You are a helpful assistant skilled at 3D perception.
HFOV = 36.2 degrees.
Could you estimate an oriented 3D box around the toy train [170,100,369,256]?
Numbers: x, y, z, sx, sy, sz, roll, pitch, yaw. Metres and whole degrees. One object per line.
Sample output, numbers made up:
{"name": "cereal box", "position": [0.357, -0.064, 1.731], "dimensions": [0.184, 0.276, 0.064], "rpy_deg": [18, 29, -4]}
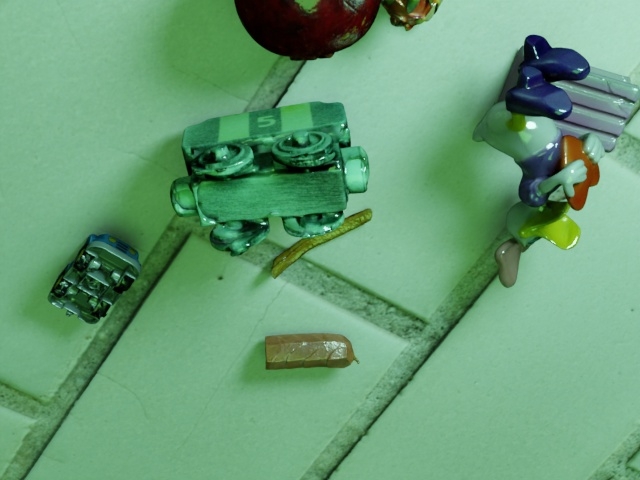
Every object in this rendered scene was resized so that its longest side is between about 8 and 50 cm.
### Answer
{"name": "toy train", "position": [-0.077, -0.102, 1.494], "dimensions": [0.299, 0.238, 0.167], "rpy_deg": [-8, 118, 1]}

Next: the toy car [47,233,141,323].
{"name": "toy car", "position": [-0.372, 0.053, 1.634], "dimensions": [0.097, 0.100, 0.191], "rpy_deg": [32, 130, -20]}

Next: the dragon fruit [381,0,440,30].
{"name": "dragon fruit", "position": [0.127, -0.361, 1.402], "dimensions": [0.086, 0.081, 0.116], "rpy_deg": [16, 139, 29]}

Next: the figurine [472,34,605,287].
{"name": "figurine", "position": [0.330, -0.109, 1.518], "dimensions": [0.193, 0.154, 0.421], "rpy_deg": [10, 136, 31]}

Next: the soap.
{"name": "soap", "position": [0.395, -0.225, 1.569], "dimensions": [0.203, 0.065, 0.122], "rpy_deg": [14, 118, -12]}

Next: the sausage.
{"name": "sausage", "position": [-0.015, 0.199, 1.754], "dimensions": [0.169, 0.065, 0.065], "rpy_deg": [-2, 117, -5]}

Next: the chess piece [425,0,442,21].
{"name": "chess piece", "position": [0.180, -0.463, 1.412], "dimensions": [0.137, 0.137, 0.301], "rpy_deg": [19, 125, -14]}

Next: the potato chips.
{"name": "potato chips", "position": [0.000, 0.000, 1.671], "dimensions": [0.204, 0.037, 0.026], "rpy_deg": [-30, 126, 4]}

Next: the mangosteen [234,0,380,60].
{"name": "mangosteen", "position": [-0.023, -0.385, 1.378], "dimensions": [0.215, 0.215, 0.258], "rpy_deg": [-8, 103, -1]}
